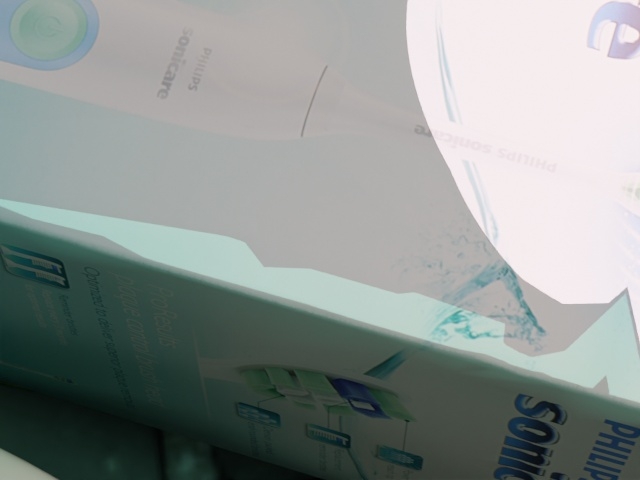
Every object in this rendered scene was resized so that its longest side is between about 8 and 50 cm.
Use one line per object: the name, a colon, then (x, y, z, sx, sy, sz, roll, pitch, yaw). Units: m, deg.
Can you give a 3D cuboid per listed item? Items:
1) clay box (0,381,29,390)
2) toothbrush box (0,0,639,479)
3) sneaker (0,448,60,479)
clay box: (0.000, 0.000, 0.539, 0.222, 0.053, 0.127, 12, 67, 5)
toothbrush box: (-0.024, -0.064, 0.471, 0.295, 0.126, 0.216, 17, 66, 7)
sneaker: (-0.044, 0.181, 0.427, 0.350, 0.131, 0.148, 34, 69, 13)
